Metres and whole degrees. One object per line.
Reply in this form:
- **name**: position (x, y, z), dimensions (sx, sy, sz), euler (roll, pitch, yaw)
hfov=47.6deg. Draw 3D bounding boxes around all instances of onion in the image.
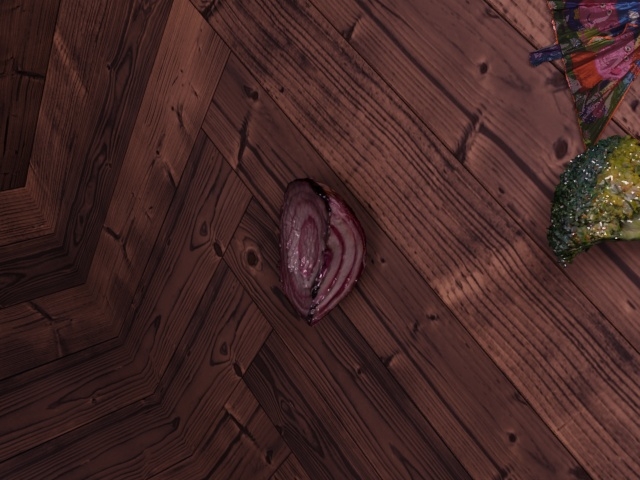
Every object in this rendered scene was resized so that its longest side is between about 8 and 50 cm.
- **onion**: position (0.000, 0.000, 1.585), dimensions (0.280, 0.146, 0.314), euler (-128, 39, -56)

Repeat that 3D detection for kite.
- **kite**: position (0.425, -0.299, 1.102), dimensions (0.234, 0.016, 0.321), euler (-12, 96, 47)

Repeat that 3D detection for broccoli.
- **broccoli**: position (0.448, -0.048, 1.096), dimensions (0.194, 0.194, 0.220), euler (21, 95, 41)
